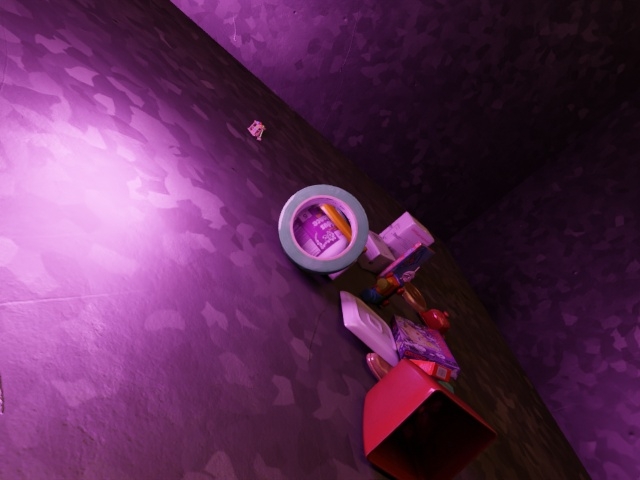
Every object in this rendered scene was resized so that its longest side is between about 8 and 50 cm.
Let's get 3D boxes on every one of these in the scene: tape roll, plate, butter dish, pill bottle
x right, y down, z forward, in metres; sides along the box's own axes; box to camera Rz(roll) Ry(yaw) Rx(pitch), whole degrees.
[{"bbox_3d":[0.009,-0.038,1.643,0.321,0.321,0.077,50,-12,6],"label":"tape roll"},{"bbox_3d":[0.190,0.319,1.691,0.278,0.045,0.277,43,12,-14],"label":"plate"},{"bbox_3d":[0.604,0.407,2.327,0.160,0.118,0.160,23,31,-51],"label":"butter dish"},{"bbox_3d":[0.000,0.000,1.759,0.301,0.169,0.169,50,20,7],"label":"pill bottle"}]

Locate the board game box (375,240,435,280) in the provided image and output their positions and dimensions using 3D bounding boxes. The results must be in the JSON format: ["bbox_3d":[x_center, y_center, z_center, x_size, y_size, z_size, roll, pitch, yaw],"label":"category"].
[{"bbox_3d":[0.415,0.121,2.227,0.145,0.281,0.027,27,28,-46],"label":"board game box"}]

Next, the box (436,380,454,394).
[{"bbox_3d":[0.461,0.615,1.726,0.100,0.060,0.244,45,20,-7],"label":"box"}]

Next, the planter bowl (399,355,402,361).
[{"bbox_3d":[0.383,0.484,1.737,0.162,0.109,0.162,41,21,-20],"label":"planter bowl"}]

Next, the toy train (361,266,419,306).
[{"bbox_3d":[0.294,0.179,1.927,0.143,0.248,0.105,10,42,-53],"label":"toy train"}]

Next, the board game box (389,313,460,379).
[{"bbox_3d":[0.382,0.389,1.717,0.208,0.056,0.347,25,10,-3],"label":"board game box"}]

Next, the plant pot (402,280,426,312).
[{"bbox_3d":[0.495,0.292,2.446,0.236,0.032,0.236,41,21,-20],"label":"plant pot"}]

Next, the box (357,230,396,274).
[{"bbox_3d":[0.253,0.054,2.258,0.181,0.119,0.181,23,32,-50],"label":"box"}]

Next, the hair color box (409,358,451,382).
[{"bbox_3d":[0.347,0.419,1.467,0.072,0.043,0.141,27,-19,-17],"label":"hair color box"}]

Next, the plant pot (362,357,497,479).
[{"bbox_3d":[0.274,0.502,1.298,0.267,0.267,0.235,40,7,-20],"label":"plant pot"}]

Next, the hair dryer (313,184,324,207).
[{"bbox_3d":[0.031,-0.160,2.307,0.293,0.080,0.224,61,9,15],"label":"hair dryer"}]

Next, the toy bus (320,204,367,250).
[{"bbox_3d":[0.048,-0.047,2.004,0.332,0.130,0.108,52,20,11],"label":"toy bus"}]

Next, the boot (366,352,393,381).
[{"bbox_3d":[0.285,0.476,1.545,0.305,0.115,0.112,44,22,-5],"label":"boot"}]

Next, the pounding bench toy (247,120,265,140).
[{"bbox_3d":[-0.312,-0.557,2.310,0.083,0.065,0.052,52,20,10],"label":"pounding bench toy"}]

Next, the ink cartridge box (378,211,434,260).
[{"bbox_3d":[0.444,0.010,2.493,0.207,0.283,0.117,35,24,-33],"label":"ink cartridge box"}]

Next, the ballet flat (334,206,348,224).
[{"bbox_3d":[0.097,-0.053,2.132,0.248,0.086,0.086,53,11,-45],"label":"ballet flat"}]
